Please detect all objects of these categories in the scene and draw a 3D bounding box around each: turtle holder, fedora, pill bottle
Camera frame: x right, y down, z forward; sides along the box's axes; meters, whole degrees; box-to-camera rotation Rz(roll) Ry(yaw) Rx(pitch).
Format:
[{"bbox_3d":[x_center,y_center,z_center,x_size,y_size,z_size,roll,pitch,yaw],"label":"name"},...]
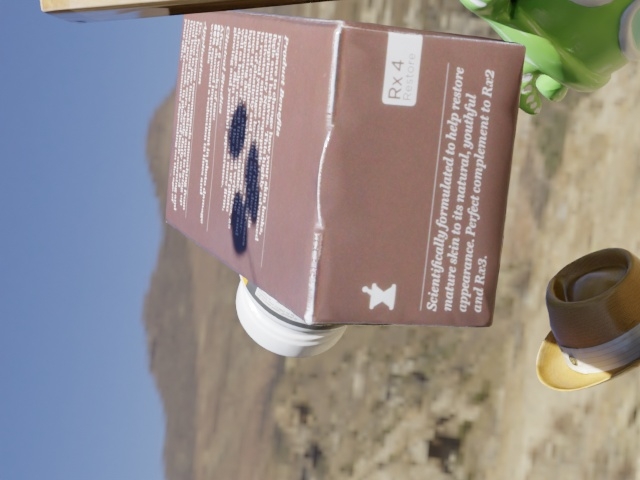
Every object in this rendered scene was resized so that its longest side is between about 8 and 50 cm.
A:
[{"bbox_3d":[0.204,-0.271,1.315,0.320,0.227,0.243,24,-145,-50],"label":"turtle holder"},{"bbox_3d":[0.270,0.061,1.444,0.079,0.194,0.194,54,-165,-14],"label":"fedora"},{"bbox_3d":[0.000,0.000,1.617,0.278,0.162,0.162,114,168,-51],"label":"pill bottle"}]

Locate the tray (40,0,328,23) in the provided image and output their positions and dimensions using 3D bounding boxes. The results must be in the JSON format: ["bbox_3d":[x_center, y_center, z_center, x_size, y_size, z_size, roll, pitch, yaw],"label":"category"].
[{"bbox_3d":[-0.035,-0.312,0.664,0.076,0.203,0.411,-48,-47,-84],"label":"tray"}]

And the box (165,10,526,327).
[{"bbox_3d":[0.000,-0.070,1.111,0.381,0.143,0.191,-148,63,-69],"label":"box"}]
